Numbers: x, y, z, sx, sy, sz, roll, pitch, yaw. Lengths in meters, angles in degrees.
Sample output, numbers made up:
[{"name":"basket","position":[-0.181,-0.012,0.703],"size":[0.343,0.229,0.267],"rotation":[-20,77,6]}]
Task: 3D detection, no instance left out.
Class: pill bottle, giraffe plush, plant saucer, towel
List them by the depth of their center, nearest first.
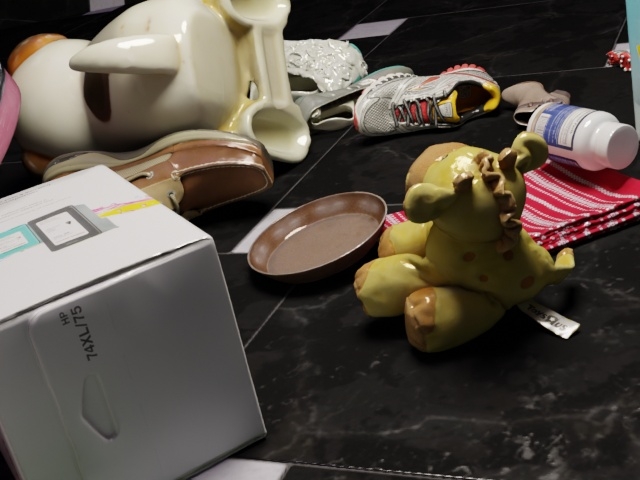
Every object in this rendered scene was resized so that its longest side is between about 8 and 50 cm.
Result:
[{"name":"giraffe plush","position":[0.128,-0.012,0.852],"size":[0.210,0.170,0.181],"rotation":[14,49,34]},{"name":"towel","position":[0.208,-0.031,1.060],"size":[0.275,0.031,0.199],"rotation":[-20,24,-13]},{"name":"pill bottle","position":[0.296,-0.116,1.075],"size":[0.067,0.067,0.120],"rotation":[-24,26,-23]},{"name":"plant saucer","position":[0.000,0.000,1.078],"size":[0.168,0.029,0.168],"rotation":[-20,26,10]}]

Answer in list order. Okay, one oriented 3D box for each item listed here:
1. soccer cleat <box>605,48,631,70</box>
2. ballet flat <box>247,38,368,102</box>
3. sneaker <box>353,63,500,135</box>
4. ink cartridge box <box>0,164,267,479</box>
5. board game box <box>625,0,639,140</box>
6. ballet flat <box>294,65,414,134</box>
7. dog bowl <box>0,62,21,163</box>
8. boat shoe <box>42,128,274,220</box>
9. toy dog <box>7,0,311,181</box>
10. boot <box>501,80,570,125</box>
[{"name":"soccer cleat","position":[0.470,-0.279,1.462],"size":[0.036,0.029,0.083],"rotation":[-21,20,-6]},{"name":"ballet flat","position":[-0.117,-0.273,1.641],"size":[0.409,0.147,0.147],"rotation":[2,28,30]},{"name":"sneaker","position":[0.156,-0.203,1.388],"size":[0.225,0.088,0.093],"rotation":[-17,26,-8]},{"name":"ink cartridge box","position":[-0.209,0.080,0.831],"size":[0.197,0.198,0.270],"rotation":[-24,27,-23]},{"name":"board game box","position":[0.479,-0.275,1.074],"size":[0.254,0.336,0.079],"rotation":[7,31,38]},{"name":"ballet flat","position":[0.058,-0.214,1.509],"size":[0.213,0.072,0.068],"rotation":[-18,52,-9]},{"name":"dog bowl","position":[-0.572,-0.117,1.306],"size":[0.408,0.150,0.408],"rotation":[-30,42,31]},{"name":"boat shoe","position":[-0.218,-0.054,1.253],"size":[0.324,0.122,0.120],"rotation":[-9,55,16]},{"name":"toy dog","position":[-0.273,-0.202,1.391],"size":[0.408,0.284,0.395],"rotation":[-8,12,32]},{"name":"boot","position":[0.294,-0.189,1.344],"size":[0.118,0.042,0.087],"rotation":[6,33,37]}]
